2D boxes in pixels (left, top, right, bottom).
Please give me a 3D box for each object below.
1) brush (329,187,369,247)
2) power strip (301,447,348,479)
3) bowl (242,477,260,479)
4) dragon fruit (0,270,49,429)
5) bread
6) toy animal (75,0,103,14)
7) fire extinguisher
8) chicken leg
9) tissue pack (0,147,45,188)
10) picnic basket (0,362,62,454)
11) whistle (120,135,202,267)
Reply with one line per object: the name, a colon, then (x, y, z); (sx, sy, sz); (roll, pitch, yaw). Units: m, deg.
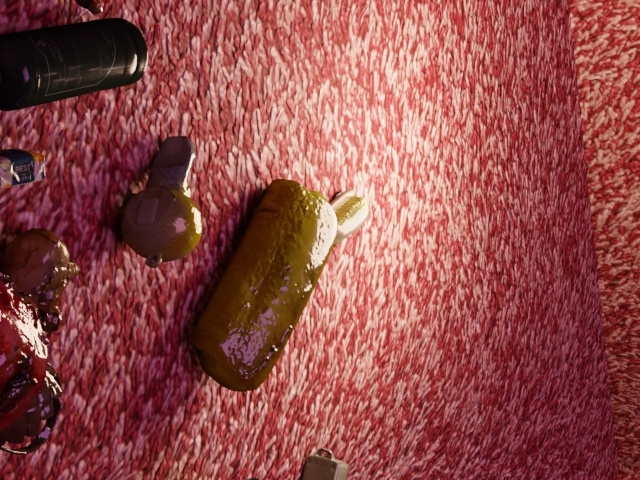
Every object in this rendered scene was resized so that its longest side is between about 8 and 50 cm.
brush: (0.001, -0.001, 2.341); (0.313, 0.067, 0.072); (-41, 132, -45)
power strip: (-0.010, 0.527, 2.437); (0.052, 0.078, 0.272); (25, 75, -61)
bowl: (-0.170, 0.553, 2.012); (0.354, 0.185, 0.354); (-7, 90, -82)
dragon fruit: (-0.438, 0.108, 1.505); (0.147, 0.211, 0.282); (42, 35, -62)
bread: (-0.080, 0.070, 2.149); (0.166, 0.112, 0.384); (50, 54, -37)
toy animal: (-0.353, -0.391, 1.630); (0.116, 0.114, 0.255); (-42, 150, 19)
fire extinguisher: (-0.355, -0.228, 1.655); (0.114, 0.095, 0.311); (51, 34, 8)
chicken leg: (-0.377, 0.081, 1.711); (0.101, 0.085, 0.208); (-36, 137, -68)
tissue pack: (-0.398, -0.092, 1.639); (0.083, 0.062, 0.042); (-20, 118, -56)
picnic basket: (-0.390, 0.203, 1.649); (0.128, 0.137, 0.178); (-62, 143, -20)
whistle: (-0.224, -0.053, 1.910); (0.123, 0.122, 0.223); (55, 36, -50)
